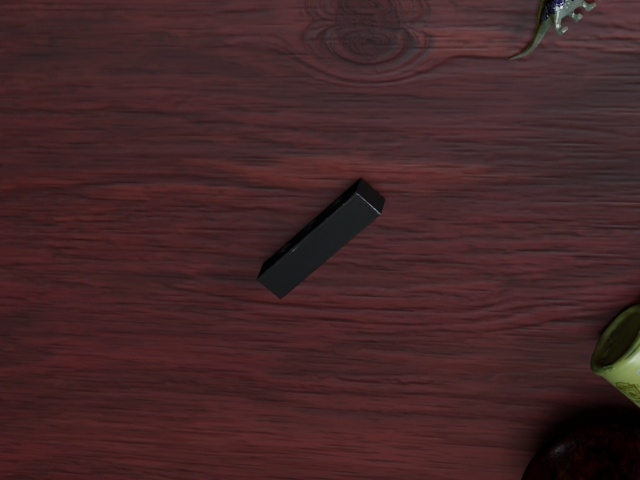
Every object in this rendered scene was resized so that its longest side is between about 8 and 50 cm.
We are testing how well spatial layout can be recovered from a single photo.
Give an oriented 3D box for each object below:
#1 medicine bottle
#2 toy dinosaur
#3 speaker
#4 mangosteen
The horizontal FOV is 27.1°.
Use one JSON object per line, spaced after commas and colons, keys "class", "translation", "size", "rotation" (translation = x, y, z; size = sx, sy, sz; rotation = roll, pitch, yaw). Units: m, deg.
{"class": "medicine bottle", "translation": [0.456, 0.184, 1.630], "size": [0.239, 0.124, 0.124], "rotation": [38, 121, -11]}
{"class": "toy dinosaur", "translation": [0.272, -0.257, 1.464], "size": [0.058, 0.037, 0.180], "rotation": [42, 116, 15]}
{"class": "speaker", "translation": [0.000, 0.000, 1.675], "size": [0.046, 0.040, 0.191], "rotation": [41, 120, -14]}
{"class": "mangosteen", "translation": [0.363, 0.359, 1.668], "size": [0.235, 0.261, 0.235], "rotation": [6, 119, 11]}
